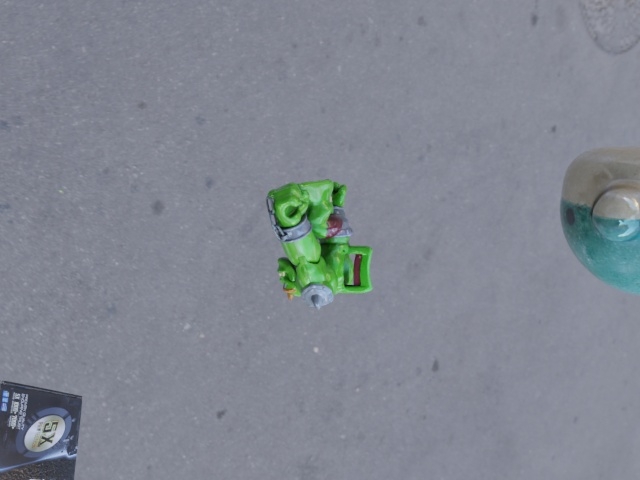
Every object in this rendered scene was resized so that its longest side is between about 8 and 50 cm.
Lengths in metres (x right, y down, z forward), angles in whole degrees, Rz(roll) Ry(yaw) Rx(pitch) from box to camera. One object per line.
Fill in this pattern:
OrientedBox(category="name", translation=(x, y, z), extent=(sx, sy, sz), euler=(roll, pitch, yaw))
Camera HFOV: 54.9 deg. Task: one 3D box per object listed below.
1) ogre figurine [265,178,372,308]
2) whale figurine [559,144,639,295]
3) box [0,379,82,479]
OrientedBox(category="ogre figurine", translation=(0.000, 0.000, 0.616), extent=(0.096, 0.197, 0.118), euler=(-11, 92, -5))
OrientedBox(category="whale figurine", translation=(0.327, -0.005, 0.520), extent=(0.216, 0.272, 0.141), euler=(-5, 105, -16))
OrientedBox(category="box", translation=(-0.446, 0.314, 0.914), extent=(0.147, 0.077, 0.180), euler=(36, 43, -50))
